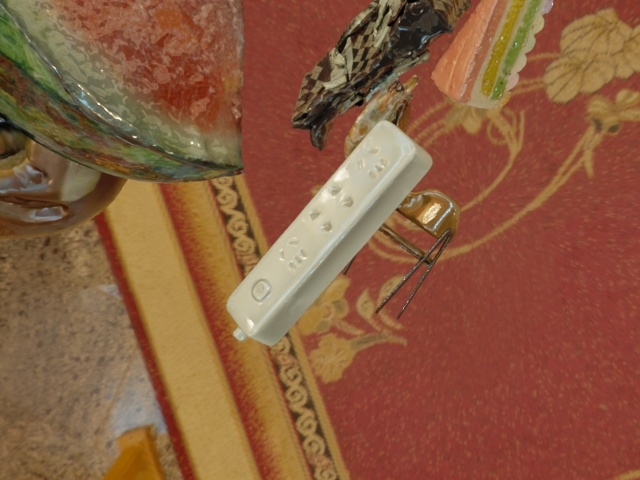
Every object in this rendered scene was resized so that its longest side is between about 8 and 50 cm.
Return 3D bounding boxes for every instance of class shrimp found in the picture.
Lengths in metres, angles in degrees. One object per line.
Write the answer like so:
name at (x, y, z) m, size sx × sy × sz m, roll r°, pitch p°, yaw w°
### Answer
shrimp at (0.125, -0.225, 1.608) m, size 0.217 × 0.115 × 0.051 m, roll -57°, pitch 43°, yaw 28°

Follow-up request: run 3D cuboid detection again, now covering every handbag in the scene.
handbag at (0.117, -0.388, 1.813) m, size 0.180 × 0.317 × 0.416 m, roll 44°, pitch 121°, yaw -12°

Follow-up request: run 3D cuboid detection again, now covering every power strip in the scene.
power strip at (0.000, 0.000, 1.208) m, size 0.385 × 0.062 × 0.091 m, roll -49°, pitch 53°, yaw 8°

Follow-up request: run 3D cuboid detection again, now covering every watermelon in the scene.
watermelon at (-0.103, -0.123, 0.430) m, size 0.207 × 0.136 × 0.202 m, roll 35°, pitch 102°, yaw -9°

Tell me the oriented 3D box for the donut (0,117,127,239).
donut at (-0.309, -0.136, 0.745) m, size 0.330 × 0.330 × 0.160 m, roll -17°, pitch 60°, yaw 11°

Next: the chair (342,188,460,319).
chair at (0.144, 0.001, 1.580) m, size 0.159 × 0.172 × 0.247 m, roll 39°, pitch 97°, yaw 25°

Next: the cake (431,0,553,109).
cake at (0.269, -0.293, 1.272) m, size 0.225 × 0.109 × 0.090 m, roll -56°, pitch 42°, yaw 44°
